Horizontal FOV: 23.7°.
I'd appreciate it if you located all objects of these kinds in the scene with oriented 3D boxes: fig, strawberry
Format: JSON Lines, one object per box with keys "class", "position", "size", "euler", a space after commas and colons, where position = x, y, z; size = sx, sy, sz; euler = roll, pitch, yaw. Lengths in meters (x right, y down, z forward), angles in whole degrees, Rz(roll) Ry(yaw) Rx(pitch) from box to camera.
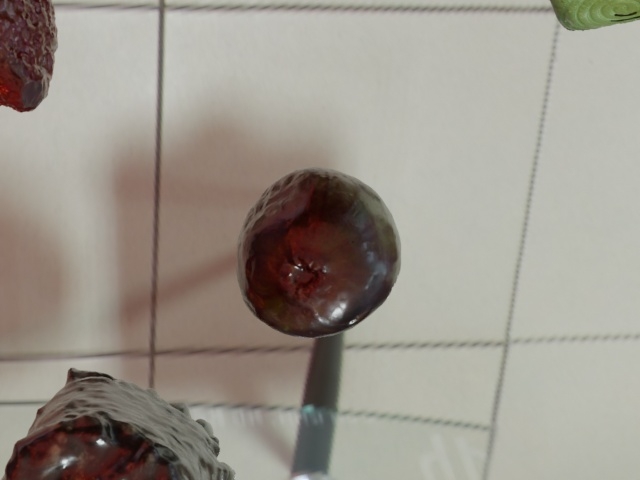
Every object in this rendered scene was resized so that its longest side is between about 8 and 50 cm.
{"class": "fig", "position": [0.000, 0.000, 0.980], "size": [0.109, 0.154, 0.103], "euler": [-23, 106, 16]}
{"class": "strawberry", "position": [-0.267, -0.180, 1.244], "size": [0.131, 0.148, 0.131], "euler": [-34, 143, -31]}

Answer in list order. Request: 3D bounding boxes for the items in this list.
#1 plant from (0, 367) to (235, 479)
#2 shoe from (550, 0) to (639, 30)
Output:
{"class": "plant", "position": [-0.124, 0.153, 0.893], "size": [0.129, 0.194, 0.132], "euler": [33, 89, 3]}
{"class": "shoe", "position": [0.265, -0.260, 1.355], "size": [0.262, 0.140, 0.128], "euler": [11, 87, -60]}
